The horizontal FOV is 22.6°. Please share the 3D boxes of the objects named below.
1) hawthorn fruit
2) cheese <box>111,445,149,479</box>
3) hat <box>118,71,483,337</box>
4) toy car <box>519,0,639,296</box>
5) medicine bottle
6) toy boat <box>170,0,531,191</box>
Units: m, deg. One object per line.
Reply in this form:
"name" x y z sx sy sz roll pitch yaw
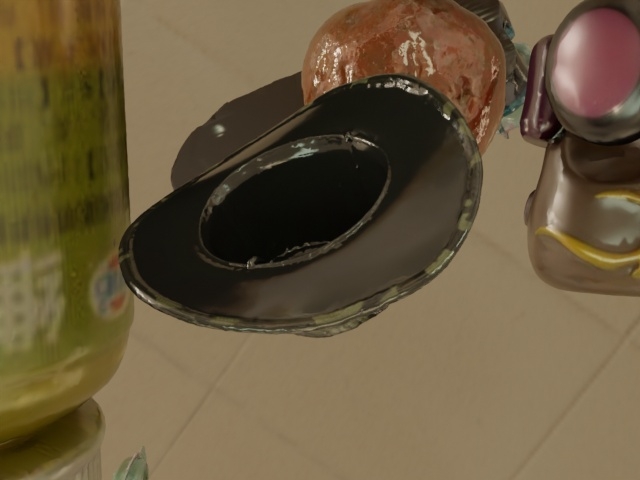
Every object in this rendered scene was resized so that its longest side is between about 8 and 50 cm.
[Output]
"hawthorn fruit" 0.047 -0.087 1.071 0.149 0.189 0.149 15 132 17
"cheese" -0.165 0.224 1.324 0.026 0.120 0.067 14 143 6
"hat" 0.000 0.000 0.500 0.121 0.121 0.050 -17 128 15
"toy car" 0.256 0.010 0.826 0.341 0.271 0.240 11 93 46
"medicine bottle" -0.192 0.005 0.677 0.224 0.224 0.384 1 102 11
"toy boat" 0.030 -0.079 1.270 0.299 0.134 0.092 -24 138 15
